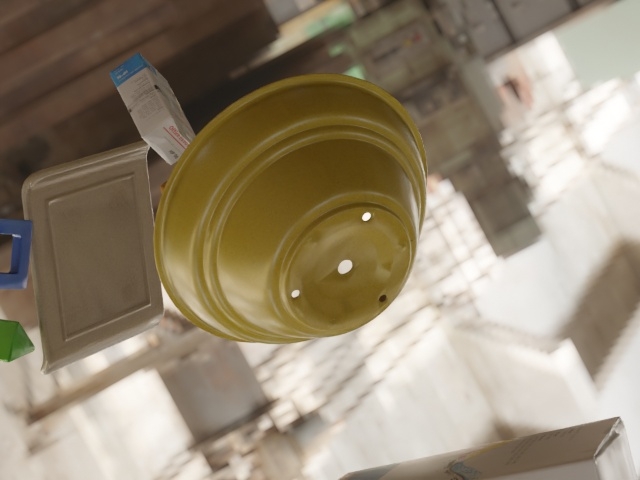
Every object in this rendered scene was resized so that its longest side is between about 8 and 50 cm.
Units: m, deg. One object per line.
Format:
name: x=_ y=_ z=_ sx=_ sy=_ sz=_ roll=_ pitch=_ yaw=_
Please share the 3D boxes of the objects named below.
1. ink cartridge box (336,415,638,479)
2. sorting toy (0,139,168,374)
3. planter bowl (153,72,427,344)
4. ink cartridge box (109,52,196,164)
ink cartridge box: x=0.146 y=0.287 z=1.539 sx=0.270 sy=0.198 sz=0.197 roll=-14 pitch=180 yaw=17
sorting toy: x=-0.222 y=0.012 z=1.694 sx=0.047 sy=0.196 sz=0.347 roll=7 pitch=-164 yaw=31
planter bowl: x=0.000 y=0.000 z=1.237 sx=0.217 sy=0.217 sz=0.090 roll=-29 pitch=-142 yaw=-11
ink cartridge box: x=-0.116 y=-0.089 z=1.275 sx=0.028 sy=0.083 sz=0.048 roll=-34 pitch=148 yaw=7
